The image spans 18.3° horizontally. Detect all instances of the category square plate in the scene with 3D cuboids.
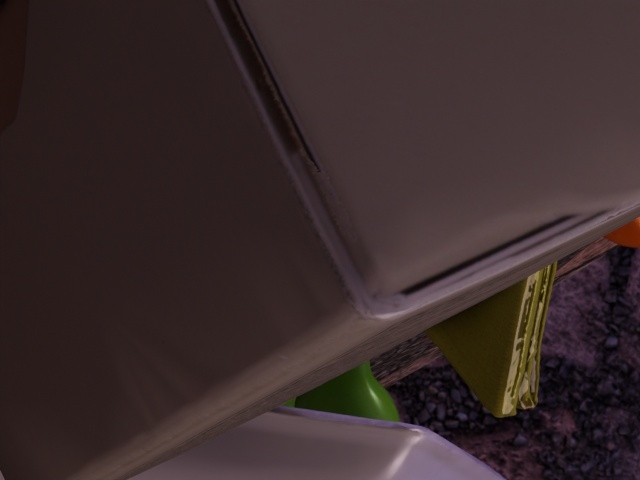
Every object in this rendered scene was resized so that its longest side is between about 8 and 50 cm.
[{"bbox_3d":[-0.083,0.110,0.891,0.344,0.049,0.347,6,167,17],"label":"square plate"}]

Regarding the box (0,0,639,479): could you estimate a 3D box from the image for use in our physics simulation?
[{"bbox_3d":[-0.012,-0.022,0.553,0.148,0.121,0.311,-23,174,-26],"label":"box"}]

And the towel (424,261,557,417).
[{"bbox_3d":[0.058,-0.068,0.614,0.021,0.102,0.237,-6,124,-22],"label":"towel"}]

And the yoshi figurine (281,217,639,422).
[{"bbox_3d":[0.018,0.005,0.974,0.362,0.203,0.203,-31,179,31],"label":"yoshi figurine"}]
